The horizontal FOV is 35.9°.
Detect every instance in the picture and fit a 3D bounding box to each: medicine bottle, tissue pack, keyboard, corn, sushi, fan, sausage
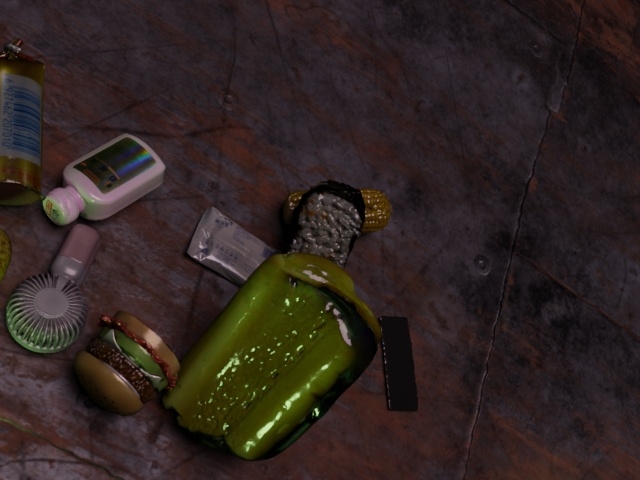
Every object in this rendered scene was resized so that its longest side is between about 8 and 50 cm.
[{"bbox_3d":[-0.389,-0.102,1.756,0.115,0.078,0.219,40,51,15],"label":"medicine bottle"},{"bbox_3d":[-0.158,0.026,1.896,0.193,0.026,0.123,34,56,-18],"label":"tissue pack"},{"bbox_3d":[0.159,0.251,2.023,0.074,0.015,0.197,5,69,-28],"label":"keyboard"},{"bbox_3d":[0.041,-0.063,2.020,0.261,0.097,0.097,-1,72,-32],"label":"corn"},{"bbox_3d":[0.000,0.000,1.885,0.136,0.225,0.126,23,27,3],"label":"sushi"},{"bbox_3d":[-0.438,0.075,1.670,0.130,0.074,0.244,26,53,-9],"label":"fan"},{"bbox_3d":[-0.538,-0.211,1.692,0.117,0.125,0.317,55,28,-64],"label":"sausage"}]

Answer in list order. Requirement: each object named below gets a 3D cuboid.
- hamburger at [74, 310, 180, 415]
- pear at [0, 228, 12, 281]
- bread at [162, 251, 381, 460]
[{"bbox_3d":[-0.327,0.214,1.633,0.175,0.175,0.137,45,67,-10],"label":"hamburger"},{"bbox_3d":[-0.589,0.017,1.521,0.197,0.197,0.197,13,65,-29],"label":"pear"},{"bbox_3d":[-0.069,0.197,1.683,0.251,0.376,0.208,44,24,10],"label":"bread"}]
